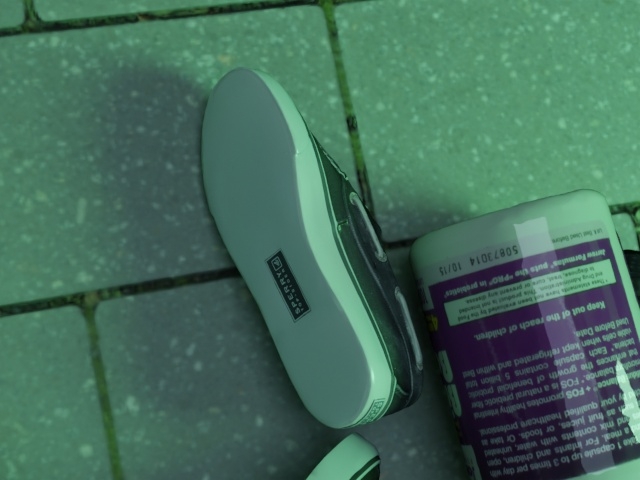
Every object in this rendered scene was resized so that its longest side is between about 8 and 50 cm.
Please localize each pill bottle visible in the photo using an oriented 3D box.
[{"bbox_3d":[0.186,0.124,1.018,0.169,0.169,0.301,-14,84,-18],"label":"pill bottle"}]

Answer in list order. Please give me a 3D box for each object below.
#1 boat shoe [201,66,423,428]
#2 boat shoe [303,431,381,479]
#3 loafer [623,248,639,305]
[{"bbox_3d":[0.000,0.000,1.027,0.102,0.108,0.301,-6,66,-49],"label":"boat shoe"},{"bbox_3d":[-0.013,0.268,0.916,0.105,0.113,0.306,30,41,9],"label":"boat shoe"},{"bbox_3d":[0.340,0.053,1.124,0.170,0.062,0.061,12,97,10],"label":"loafer"}]
